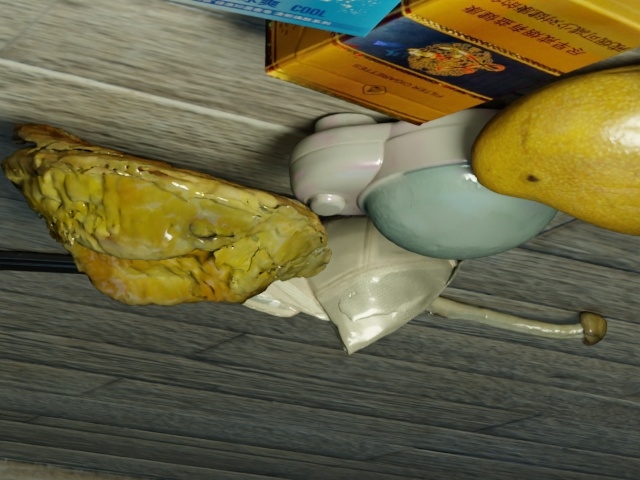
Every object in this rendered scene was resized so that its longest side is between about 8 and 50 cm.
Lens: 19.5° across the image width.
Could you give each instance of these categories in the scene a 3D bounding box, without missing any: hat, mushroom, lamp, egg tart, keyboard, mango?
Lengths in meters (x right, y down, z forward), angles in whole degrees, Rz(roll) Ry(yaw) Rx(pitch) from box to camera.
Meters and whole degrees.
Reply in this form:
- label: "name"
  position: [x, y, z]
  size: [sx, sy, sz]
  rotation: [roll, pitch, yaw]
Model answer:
- label: "hat"
  position: [0.000, 0.000, 1.752]
  size: [0.226, 0.164, 0.219]
  rotation: [43, -171, -7]
- label: "mushroom"
  position: [0.179, 0.079, 2.072]
  size: [0.306, 0.043, 0.068]
  rotation: [10, 144, -21]
- label: "lamp"
  position: [0.095, -0.042, 1.549]
  size: [0.246, 0.108, 0.179]
  rotation: [3, 159, 1]
- label: "egg tart"
  position: [-0.132, -0.009, 1.559]
  size: [0.297, 0.132, 0.297]
  rotation: [14, 174, 1]
- label: "keyboard"
  position: [-0.266, 0.026, 1.999]
  size: [0.202, 0.011, 0.067]
  rotation: [3, 165, -2]
- label: "mango"
  position: [0.248, -0.064, 1.414]
  size: [0.262, 0.109, 0.157]
  rotation: [-6, 151, -4]

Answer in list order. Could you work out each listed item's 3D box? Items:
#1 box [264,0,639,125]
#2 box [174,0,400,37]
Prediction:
- label: "box"
  position: [0.092, -0.151, 1.252]
  size: [0.152, 0.070, 0.237]
  rotation: [15, 161, -37]
- label: "box"
  position: [-0.036, -0.193, 1.116]
  size: [0.194, 0.073, 0.139]
  rotation: [8, 163, -18]
